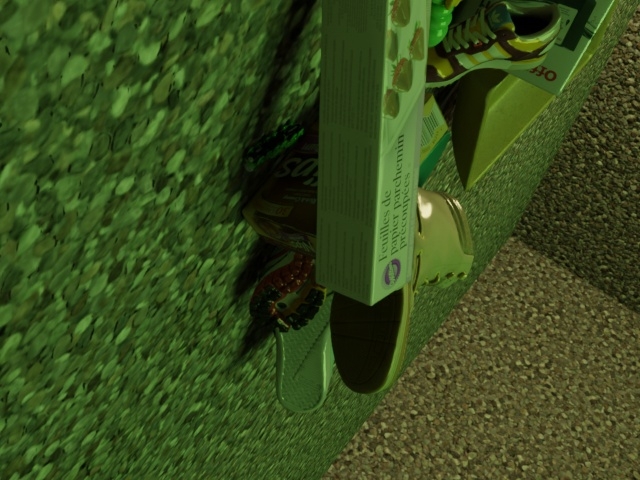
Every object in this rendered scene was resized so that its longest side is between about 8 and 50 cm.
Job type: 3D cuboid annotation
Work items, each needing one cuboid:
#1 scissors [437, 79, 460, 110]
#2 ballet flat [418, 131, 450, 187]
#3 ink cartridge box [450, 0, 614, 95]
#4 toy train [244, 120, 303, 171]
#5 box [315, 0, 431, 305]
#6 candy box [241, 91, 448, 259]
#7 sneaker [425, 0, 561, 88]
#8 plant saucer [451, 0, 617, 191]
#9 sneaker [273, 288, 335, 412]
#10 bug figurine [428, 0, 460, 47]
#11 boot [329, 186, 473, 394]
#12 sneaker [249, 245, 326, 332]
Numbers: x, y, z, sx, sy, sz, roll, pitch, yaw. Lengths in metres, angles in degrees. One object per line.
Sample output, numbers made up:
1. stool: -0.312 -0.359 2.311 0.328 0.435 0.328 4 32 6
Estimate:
1. scissors: 0.152 -0.165 1.348 0.297 0.021 0.109 -56 167 1
2. ballet flat: 0.078 -0.052 1.234 0.241 0.077 0.091 -63 163 17
3. ink cartridge box: 0.255 -0.293 1.109 0.087 0.153 0.208 -72 -173 -64
4. toy train: -0.043 -0.084 0.872 0.083 0.017 0.024 -41 170 -48
5. box: 0.041 -0.105 0.777 0.063 0.067 0.324 -29 129 -44
6. candy box: 0.024 -0.068 0.927 0.187 0.109 0.053 -53 134 -19
7. sneaker: 0.165 -0.218 1.035 0.185 0.070 0.084 -13 158 -11
8. plant saucer: 0.300 -0.265 1.394 0.333 0.081 0.333 -46 165 -12
9. sneaker: -0.015 0.069 1.213 0.151 0.094 0.256 -86 -176 -63
10. bug figurine: 0.154 -0.302 0.938 0.279 0.072 0.216 -48 164 -33
11. boot: 0.102 0.052 1.134 0.203 0.095 0.262 18 70 -55
12. sneaker: 0.000 0.000 1.025 0.225 0.088 0.093 -42 -153 34
